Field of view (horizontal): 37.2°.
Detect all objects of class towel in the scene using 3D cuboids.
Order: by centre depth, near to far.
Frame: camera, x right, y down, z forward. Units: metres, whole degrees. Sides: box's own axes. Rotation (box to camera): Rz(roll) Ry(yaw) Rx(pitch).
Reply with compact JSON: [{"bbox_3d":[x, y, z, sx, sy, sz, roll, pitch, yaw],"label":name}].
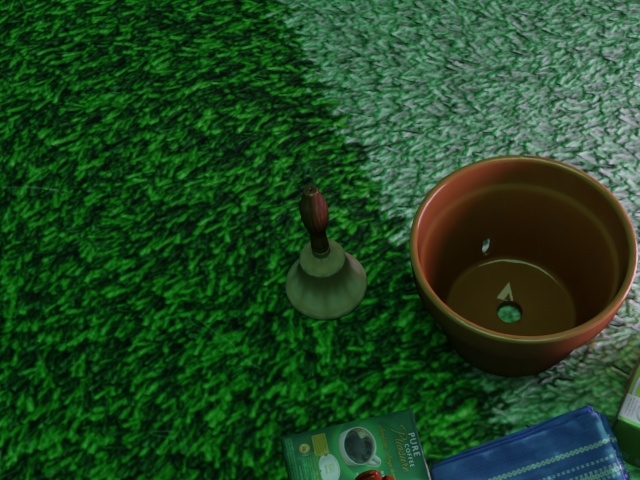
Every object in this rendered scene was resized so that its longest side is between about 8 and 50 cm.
[{"bbox_3d":[0.283,0.388,1.148,0.243,0.040,0.336,-22,57,13],"label":"towel"}]

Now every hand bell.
[{"bbox_3d":[0.000,0.000,1.350,0.126,0.242,0.126,-2,56,3],"label":"hand bell"}]

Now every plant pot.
[{"bbox_3d":[0.270,0.056,1.310,0.291,0.203,0.290,-3,57,5],"label":"plant pot"}]

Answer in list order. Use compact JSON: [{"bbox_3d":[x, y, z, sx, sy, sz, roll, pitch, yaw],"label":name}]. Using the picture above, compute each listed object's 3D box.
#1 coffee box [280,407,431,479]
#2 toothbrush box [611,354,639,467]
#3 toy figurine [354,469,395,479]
[{"bbox_3d":[0.048,0.299,1.269,0.184,0.040,0.113,-14,57,-3],"label":"coffee box"},{"bbox_3d":[0.540,0.225,1.222,0.283,0.122,0.206,24,63,18],"label":"toothbrush box"},{"bbox_3d":[0.012,0.389,1.111,0.210,0.213,0.148,-7,43,0],"label":"toy figurine"}]
